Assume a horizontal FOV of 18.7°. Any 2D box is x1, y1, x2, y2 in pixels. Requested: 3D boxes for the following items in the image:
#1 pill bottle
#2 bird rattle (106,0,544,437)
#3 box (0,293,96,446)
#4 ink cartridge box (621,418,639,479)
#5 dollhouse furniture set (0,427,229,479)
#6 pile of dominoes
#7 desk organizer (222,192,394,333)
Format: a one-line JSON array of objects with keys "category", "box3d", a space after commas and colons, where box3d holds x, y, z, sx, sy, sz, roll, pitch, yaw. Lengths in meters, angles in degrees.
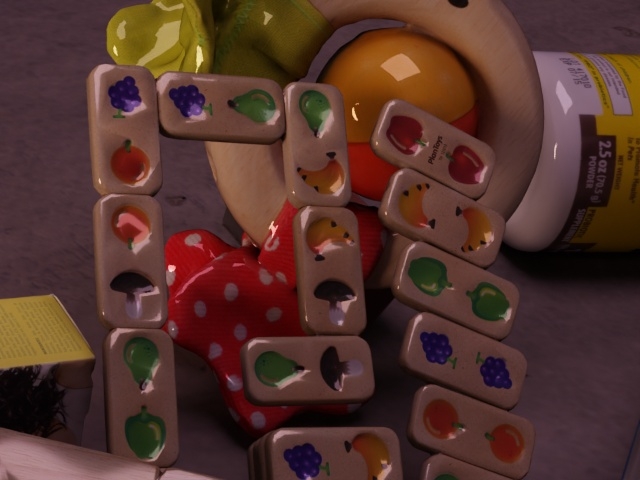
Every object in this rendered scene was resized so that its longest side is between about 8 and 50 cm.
[{"category": "pill bottle", "box3d": [0.207, -0.051, 1.147, 0.215, 0.117, 0.117, 0, 30, -20]}, {"category": "bird rattle", "box3d": [0.008, -0.043, 0.918, 0.207, 0.253, 0.143, -15, 5, -5]}, {"category": "box", "box3d": [-0.212, 0.078, 0.786, 0.232, 0.087, 0.058, -5, 32, -26]}, {"category": "ink cartridge box", "box3d": [0.239, 0.073, 0.969, 0.140, 0.082, 0.190, 17, 30, 11]}, {"category": "dollhouse furniture set", "box3d": [-0.079, 0.181, 0.646, 0.129, 0.129, 0.183, 13, 58, 4]}, {"category": "pile of dominoes", "box3d": [0.007, 0.043, 0.812, 0.196, 0.040, 0.251, 1, 73, -23]}, {"category": "desk organizer", "box3d": [0.000, 0.000, 1.052, 0.050, 0.047, 0.130, -3, 31, -30]}]
